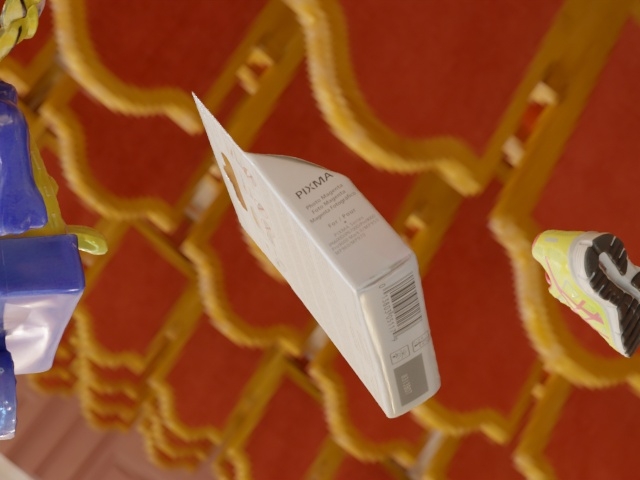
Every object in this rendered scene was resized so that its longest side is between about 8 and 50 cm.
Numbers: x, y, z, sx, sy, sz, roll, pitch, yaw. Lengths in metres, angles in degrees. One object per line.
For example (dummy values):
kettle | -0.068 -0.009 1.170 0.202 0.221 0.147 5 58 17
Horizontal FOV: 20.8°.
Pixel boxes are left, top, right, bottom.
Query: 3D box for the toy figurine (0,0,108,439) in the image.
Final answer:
toy figurine | -0.189 -0.001 0.773 0.217 0.191 0.362 71 155 18

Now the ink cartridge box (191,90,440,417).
ink cartridge box | 0.000 0.000 1.318 0.232 0.066 0.189 56 170 34

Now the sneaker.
sneaker | 0.282 0.046 1.800 0.094 0.081 0.208 15 155 37
